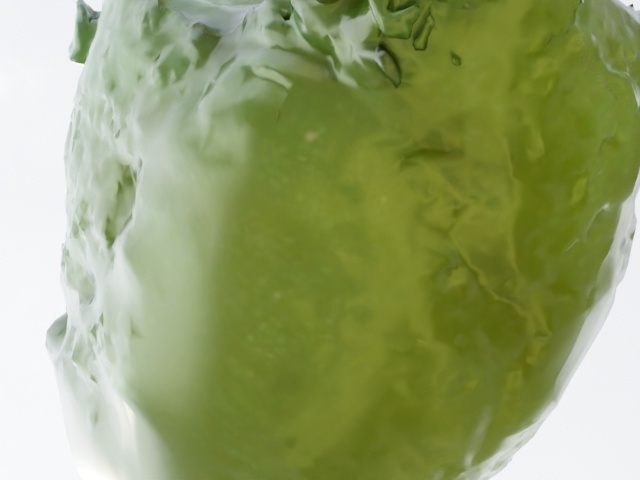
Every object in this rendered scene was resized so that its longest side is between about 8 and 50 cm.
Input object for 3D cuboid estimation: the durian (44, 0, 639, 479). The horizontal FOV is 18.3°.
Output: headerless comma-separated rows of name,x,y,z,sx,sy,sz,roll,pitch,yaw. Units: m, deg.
durian,0.000,0.000,0.809,0.204,0.256,0.340,-8,-60,-35
